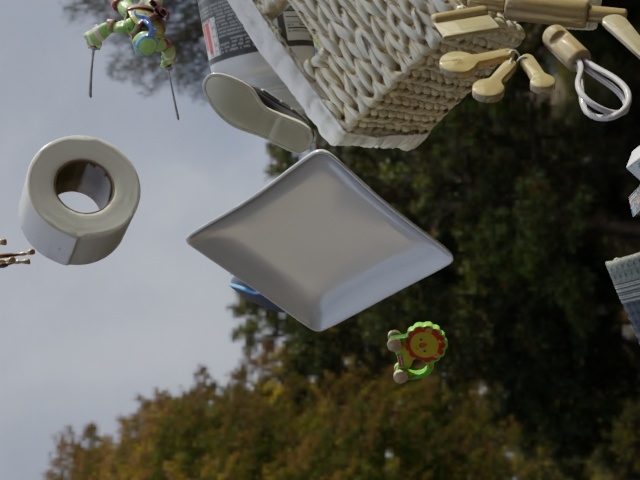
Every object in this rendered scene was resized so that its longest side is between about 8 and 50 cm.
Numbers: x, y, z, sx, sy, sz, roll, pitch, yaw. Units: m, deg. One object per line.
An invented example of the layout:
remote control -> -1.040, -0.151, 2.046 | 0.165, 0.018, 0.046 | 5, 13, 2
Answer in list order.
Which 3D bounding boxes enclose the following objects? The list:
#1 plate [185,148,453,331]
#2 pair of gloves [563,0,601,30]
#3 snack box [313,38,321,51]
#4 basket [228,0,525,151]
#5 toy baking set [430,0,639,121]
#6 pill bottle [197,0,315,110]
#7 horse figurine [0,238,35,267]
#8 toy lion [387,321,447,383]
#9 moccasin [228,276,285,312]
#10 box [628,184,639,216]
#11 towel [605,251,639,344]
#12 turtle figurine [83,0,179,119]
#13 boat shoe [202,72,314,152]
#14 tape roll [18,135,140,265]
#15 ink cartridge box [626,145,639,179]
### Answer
plate -> 0.000, 0.000, 1.530 | 0.277, 0.278, 0.045 | 37, -140, -29
pair of gloves -> 0.378, -0.443, 1.742 | 0.042, 0.240, 0.204 | -113, 35, -56
snack box -> 0.092, -0.435, 2.548 | 0.070, 0.174, 0.207 | -21, -97, -44
basket -> 0.085, -0.337, 1.589 | 0.328, 0.266, 0.331 | 56, -157, 12
toy baking set -> 0.229, -0.181, 1.055 | 0.196, 0.256, 0.030 | -73, -15, -45
pill bottle -> -0.125, -0.419, 2.111 | 0.210, 0.210, 0.363 | -17, -82, -70
horse figurine -> -0.668, 0.045, 2.111 | 0.263, 0.174, 0.066 | 60, -162, -85
toy lion -> 0.161, 0.180, 1.763 | 0.034, 0.096, 0.100 | -76, -24, -63
moccasin -> -0.083, 0.085, 2.333 | 0.138, 0.342, 0.117 | 32, -105, -27
box -> 0.724, -0.097, 2.079 | 0.159, 0.233, 0.044 | 48, -147, -81
towel -> 0.658, 0.143, 1.864 | 0.312, 0.056, 0.324 | 67, 156, 1
turtle figurine -> -0.423, -0.443, 2.398 | 0.274, 0.198, 0.266 | 93, 169, -45
boat shoe -> -0.102, -0.216, 1.809 | 0.075, 0.206, 0.065 | -58, 4, 22
tape roll -> -0.531, -0.086, 2.378 | 0.169, 0.246, 0.246 | 133, 149, -60
ink cartridge box -> 0.702, -0.172, 1.845 | 0.165, 0.333, 0.065 | 41, -133, -8
